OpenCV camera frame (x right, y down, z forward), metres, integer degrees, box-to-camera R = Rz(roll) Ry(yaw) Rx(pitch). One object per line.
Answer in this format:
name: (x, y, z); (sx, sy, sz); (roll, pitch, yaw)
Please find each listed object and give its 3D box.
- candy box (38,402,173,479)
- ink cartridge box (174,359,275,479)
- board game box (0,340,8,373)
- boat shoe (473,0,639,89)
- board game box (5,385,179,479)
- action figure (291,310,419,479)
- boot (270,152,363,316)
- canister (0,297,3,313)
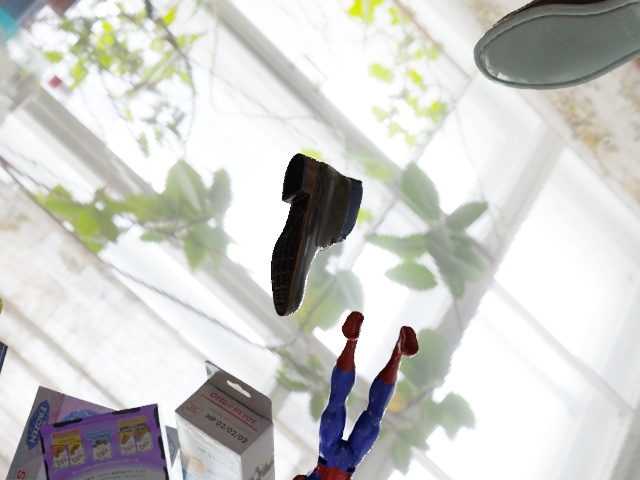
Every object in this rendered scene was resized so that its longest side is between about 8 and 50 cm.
candy box: (-0.286, 0.335, 1.538); (0.164, 0.196, 0.070); (-10, 171, -5)
ink cartridge box: (-0.110, 0.236, 1.298); (0.061, 0.104, 0.181); (-41, 146, -36)
board game box: (-0.405, 0.116, 1.096); (0.035, 0.201, 0.136); (-19, -134, 29)
boat shoe: (0.320, -0.253, 1.260); (0.302, 0.114, 0.091); (-9, -139, 26)
board game box: (-0.383, 0.425, 1.819); (0.065, 0.318, 0.318); (10, -102, 33)
action figure: (0.017, 0.225, 1.115); (0.139, 0.091, 0.280); (-72, 178, -59)
boot: (0.000, 0.000, 1.485); (0.082, 0.106, 0.219); (-11, -112, 60)
canister: (-0.635, 0.099, 1.882); (0.170, 0.126, 0.073); (29, 79, -68)
